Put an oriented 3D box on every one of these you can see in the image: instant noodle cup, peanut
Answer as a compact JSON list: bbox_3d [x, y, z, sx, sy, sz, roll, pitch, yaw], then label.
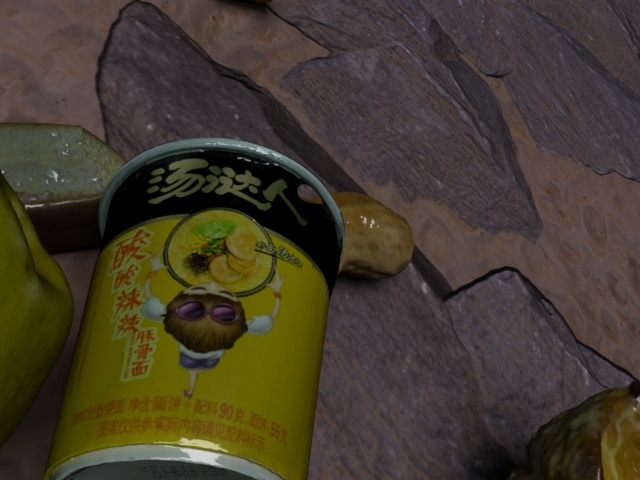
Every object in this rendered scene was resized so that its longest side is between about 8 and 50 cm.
[{"bbox_3d":[-0.085,0.075,0.401,0.216,0.215,0.236,23,41,-20],"label":"instant noodle cup"},{"bbox_3d":[0.000,0.000,0.608,0.263,0.101,0.117,-6,92,-38],"label":"peanut"}]

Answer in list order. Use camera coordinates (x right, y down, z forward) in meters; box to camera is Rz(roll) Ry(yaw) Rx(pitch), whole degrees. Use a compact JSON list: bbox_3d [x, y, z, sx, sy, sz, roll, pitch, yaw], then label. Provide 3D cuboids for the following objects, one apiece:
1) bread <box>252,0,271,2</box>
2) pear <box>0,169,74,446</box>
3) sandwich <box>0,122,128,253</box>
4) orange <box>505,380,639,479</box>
[{"bbox_3d":[-0.106,-0.399,0.789,0.106,0.082,0.125,-4,76,-23],"label":"bread"},{"bbox_3d":[-0.300,0.051,0.283,0.307,0.253,0.252,-25,77,-12],"label":"pear"},{"bbox_3d":[-0.255,-0.040,0.473,0.258,0.096,0.094,-12,65,-40],"label":"sandwich"},{"bbox_3d":[0.265,0.334,0.504,0.271,0.210,0.368,29,49,-18],"label":"orange"}]
